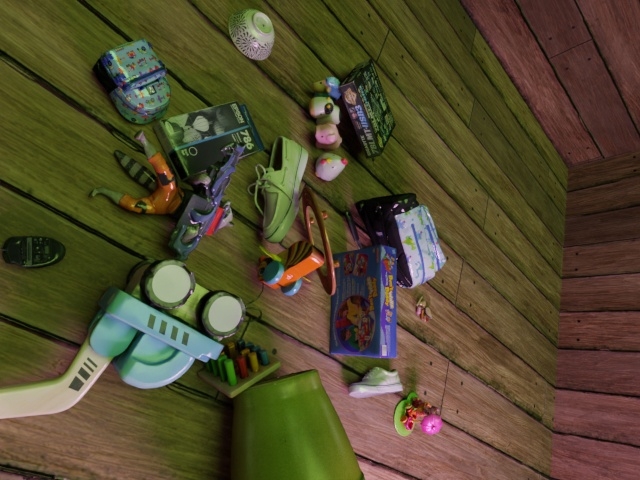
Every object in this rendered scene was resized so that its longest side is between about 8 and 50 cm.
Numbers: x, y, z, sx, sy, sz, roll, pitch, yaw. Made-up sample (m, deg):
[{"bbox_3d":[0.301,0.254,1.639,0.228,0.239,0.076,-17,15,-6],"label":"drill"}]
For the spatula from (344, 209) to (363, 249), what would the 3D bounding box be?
[{"bbox_3d":[0.153,0.020,1.556,0.084,0.030,0.297,-35,105,-39],"label":"spatula"}]

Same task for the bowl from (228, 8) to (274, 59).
[{"bbox_3d":[-0.209,-0.694,1.354,0.170,0.080,0.170,11,74,-40],"label":"bowl"}]

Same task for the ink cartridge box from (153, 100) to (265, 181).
[{"bbox_3d":[-0.298,-0.306,1.211,0.332,0.065,0.166,-34,103,-41],"label":"ink cartridge box"}]

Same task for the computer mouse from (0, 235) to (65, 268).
[{"bbox_3d":[-0.666,0.025,0.846,0.241,0.041,0.071,3,71,-34],"label":"computer mouse"}]

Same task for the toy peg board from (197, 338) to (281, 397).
[{"bbox_3d":[-0.219,0.309,1.078,0.160,0.161,0.079,-23,112,-41],"label":"toy peg board"}]

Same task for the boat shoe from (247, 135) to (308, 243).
[{"bbox_3d":[-0.146,-0.177,1.269,0.156,0.135,0.367,30,60,-33],"label":"boat shoe"}]

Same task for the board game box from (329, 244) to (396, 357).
[{"bbox_3d":[0.139,0.205,1.372,0.078,0.233,0.348,13,73,-38],"label":"board game box"}]

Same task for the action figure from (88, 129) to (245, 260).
[{"bbox_3d":[-0.349,-0.146,1.060,0.330,0.178,0.341,36,88,-36],"label":"action figure"}]

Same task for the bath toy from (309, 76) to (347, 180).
[{"bbox_3d":[0.031,-0.392,1.470,0.151,0.129,0.349,4,79,-41],"label":"bath toy"}]

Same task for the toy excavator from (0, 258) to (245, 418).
[{"bbox_3d":[-0.447,0.235,0.893,0.432,0.222,0.446,37,68,-28],"label":"toy excavator"}]

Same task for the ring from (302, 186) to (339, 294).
[{"bbox_3d":[0.000,0.000,1.248,0.032,0.336,0.337,-13,90,-9],"label":"ring"}]

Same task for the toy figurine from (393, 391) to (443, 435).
[{"bbox_3d":[0.387,0.658,1.544,0.173,0.159,0.130,-47,112,-37],"label":"toy figurine"}]

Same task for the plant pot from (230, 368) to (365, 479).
[{"bbox_3d":[-0.082,0.537,1.071,0.366,0.366,0.353,-1,70,-41],"label":"plant pot"}]

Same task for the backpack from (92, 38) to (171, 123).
[{"bbox_3d":[-0.462,-0.397,1.052,0.158,0.116,0.173,-40,110,-38],"label":"backpack"}]

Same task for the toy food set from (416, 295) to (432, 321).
[{"bbox_3d":[0.434,0.300,1.754,0.078,0.019,0.122,-46,119,-37],"label":"toy food set"}]

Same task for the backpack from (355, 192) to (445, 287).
[{"bbox_3d":[0.308,0.004,1.532,0.273,0.290,0.356,-14,97,-23],"label":"backpack"}]

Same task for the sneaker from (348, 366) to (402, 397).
[{"bbox_3d":[0.188,0.502,1.464,0.258,0.094,0.091,14,54,-43],"label":"sneaker"}]

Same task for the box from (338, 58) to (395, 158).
[{"bbox_3d":[0.189,-0.512,1.592,0.296,0.073,0.293,62,36,-28],"label":"box"}]

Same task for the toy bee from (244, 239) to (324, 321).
[{"bbox_3d":[-0.132,0.080,1.203,0.162,0.298,0.195,-110,175,-48],"label":"toy bee"}]
